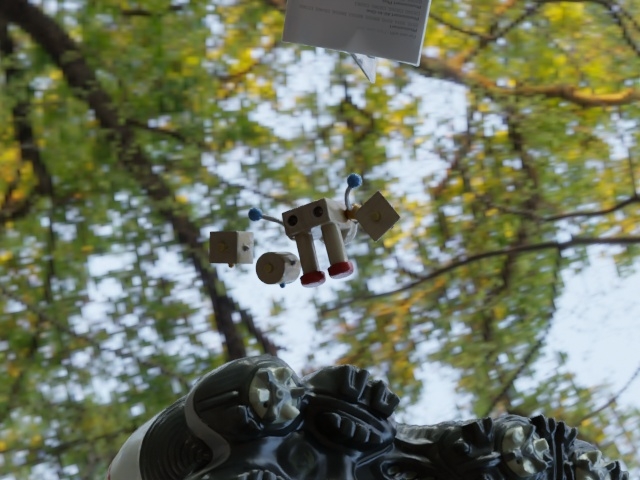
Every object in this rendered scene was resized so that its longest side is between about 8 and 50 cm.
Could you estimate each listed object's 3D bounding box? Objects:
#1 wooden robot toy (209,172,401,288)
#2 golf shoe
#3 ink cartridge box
[{"bbox_3d":[0.000,0.000,1.324,0.173,0.079,0.076,-18,-99,24],"label":"wooden robot toy"},{"bbox_3d":[0.038,0.124,0.709,0.120,0.272,0.105,-26,-135,52],"label":"golf shoe"},{"bbox_3d":[0.029,-0.180,1.022,0.089,0.092,0.143,10,-65,0],"label":"ink cartridge box"}]
